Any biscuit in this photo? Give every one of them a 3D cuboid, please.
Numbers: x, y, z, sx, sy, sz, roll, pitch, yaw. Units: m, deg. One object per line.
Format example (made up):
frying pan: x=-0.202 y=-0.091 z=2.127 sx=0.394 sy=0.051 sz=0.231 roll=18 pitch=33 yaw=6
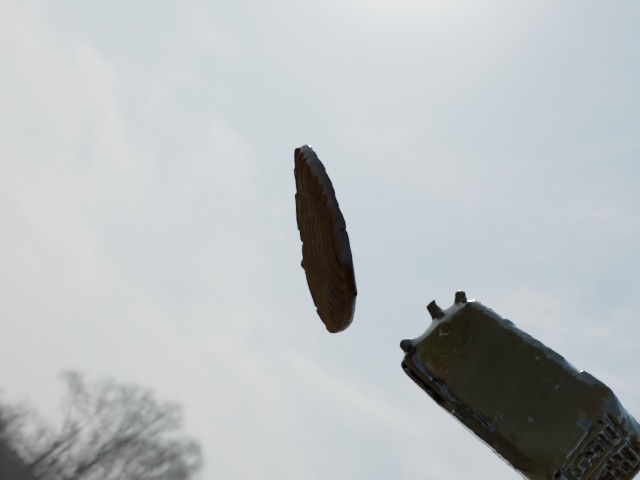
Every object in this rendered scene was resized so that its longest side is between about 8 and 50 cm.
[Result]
biscuit: x=-0.001 y=0.000 z=1.322 sx=0.176 sy=0.031 sz=0.229 roll=150 pitch=-76 yaw=-73

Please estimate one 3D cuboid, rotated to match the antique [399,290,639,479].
antique: x=0.210 y=0.169 z=1.200 sx=0.284 sy=0.125 sz=0.150 roll=38 pitch=-6 yaw=45
